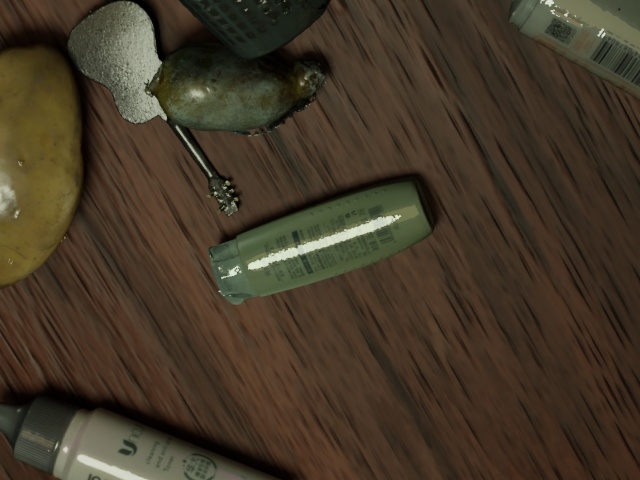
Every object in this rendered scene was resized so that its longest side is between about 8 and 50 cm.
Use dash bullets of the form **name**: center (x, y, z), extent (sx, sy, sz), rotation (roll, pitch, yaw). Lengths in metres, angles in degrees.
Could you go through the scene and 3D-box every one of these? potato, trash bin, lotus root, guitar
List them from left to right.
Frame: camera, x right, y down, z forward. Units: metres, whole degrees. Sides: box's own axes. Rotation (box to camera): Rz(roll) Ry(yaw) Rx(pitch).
- **potato**: center (-0.304, -0.069, 1.541), extent (0.161, 0.128, 0.235), rotation (-1, 103, -8)
- **guitar**: center (-0.148, -0.120, 1.546), extent (0.088, 0.025, 0.233), rotation (-31, 100, 14)
- **lotus root**: center (-0.078, -0.137, 1.497), extent (0.165, 0.088, 0.088), rotation (0, 109, -15)
- **trash bin**: center (-0.069, -0.253, 1.431), extent (0.175, 0.175, 0.161), rotation (-33, 114, 16)

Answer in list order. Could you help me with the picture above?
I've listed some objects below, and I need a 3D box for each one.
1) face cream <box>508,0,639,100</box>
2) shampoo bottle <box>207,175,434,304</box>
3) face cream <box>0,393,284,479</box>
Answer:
- **face cream**: center (0.215, -0.215, 1.425), extent (0.251, 0.101, 0.101), rotation (29, 109, -1)
- **shampoo bottle**: center (0.000, 0.000, 1.551), extent (0.212, 0.049, 0.072), rotation (-17, 108, 12)
- **face cream**: center (-0.186, 0.226, 1.629), extent (0.311, 0.092, 0.092), rotation (23, 109, 2)
